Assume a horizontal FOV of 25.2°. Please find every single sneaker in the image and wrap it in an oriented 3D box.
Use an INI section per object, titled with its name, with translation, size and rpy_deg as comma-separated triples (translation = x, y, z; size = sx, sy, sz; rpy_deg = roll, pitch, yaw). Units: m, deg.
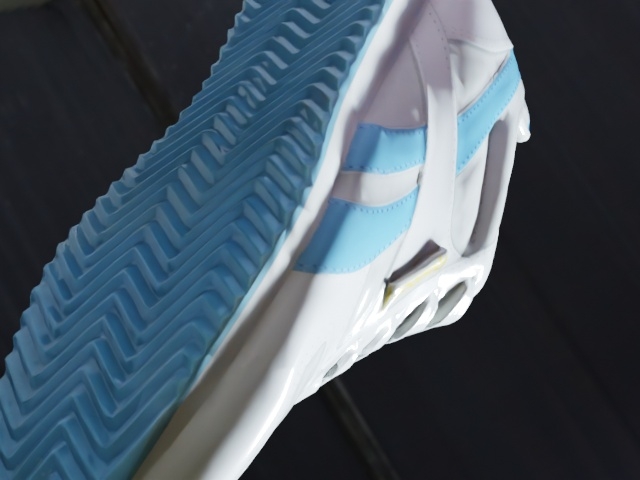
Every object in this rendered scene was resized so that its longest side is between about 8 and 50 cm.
[sneaker]
translation = 0.000, 0.000, 0.384
size = 0.087, 0.092, 0.229
rpy_deg = -9, -143, 40
